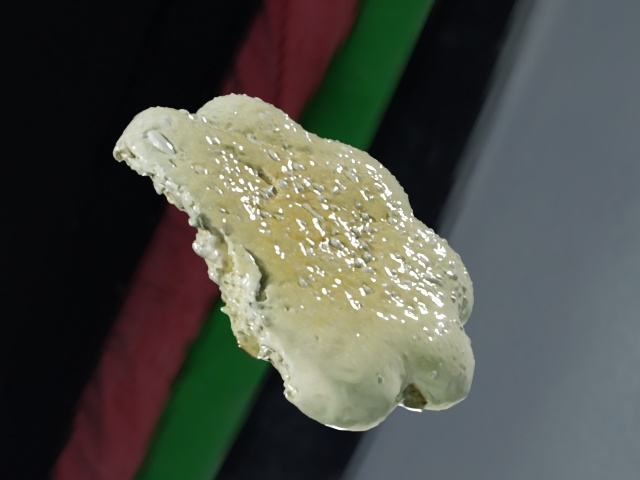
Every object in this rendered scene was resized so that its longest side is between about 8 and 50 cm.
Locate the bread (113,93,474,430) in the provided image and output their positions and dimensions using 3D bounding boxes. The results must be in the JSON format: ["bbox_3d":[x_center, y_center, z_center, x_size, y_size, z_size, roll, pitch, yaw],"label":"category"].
[{"bbox_3d":[0.000,0.000,1.115,0.182,0.251,0.039,-10,-38,-39],"label":"bread"}]
